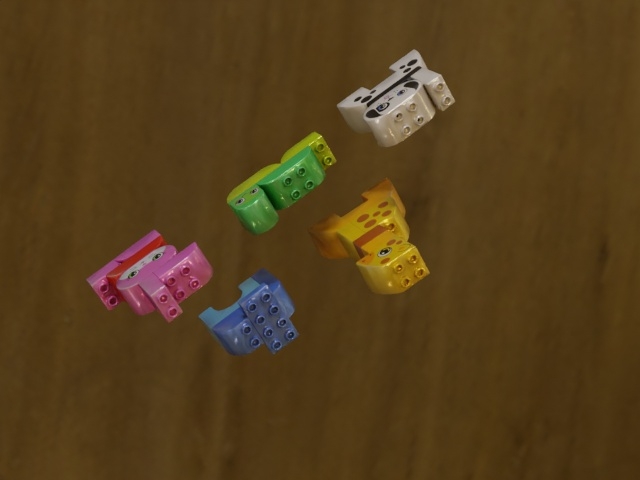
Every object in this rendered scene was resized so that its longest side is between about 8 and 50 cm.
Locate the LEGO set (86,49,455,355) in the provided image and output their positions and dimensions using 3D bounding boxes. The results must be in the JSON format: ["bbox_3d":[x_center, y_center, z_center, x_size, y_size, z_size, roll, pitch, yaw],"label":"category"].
[{"bbox_3d":[0.000,0.000,0.888,0.227,0.093,0.087,-37,117,-10],"label":"LEGO set"}]
